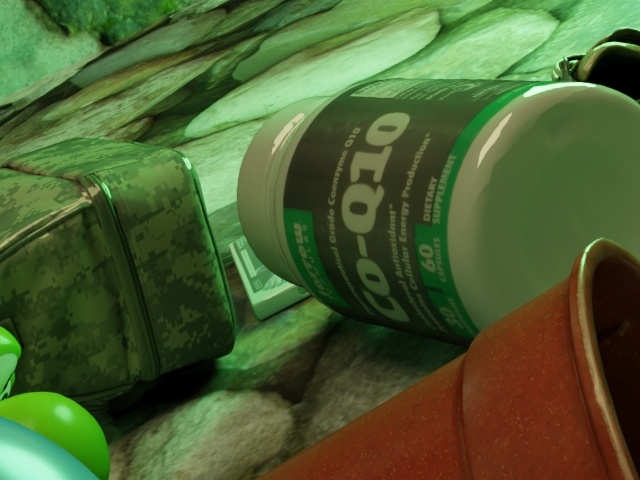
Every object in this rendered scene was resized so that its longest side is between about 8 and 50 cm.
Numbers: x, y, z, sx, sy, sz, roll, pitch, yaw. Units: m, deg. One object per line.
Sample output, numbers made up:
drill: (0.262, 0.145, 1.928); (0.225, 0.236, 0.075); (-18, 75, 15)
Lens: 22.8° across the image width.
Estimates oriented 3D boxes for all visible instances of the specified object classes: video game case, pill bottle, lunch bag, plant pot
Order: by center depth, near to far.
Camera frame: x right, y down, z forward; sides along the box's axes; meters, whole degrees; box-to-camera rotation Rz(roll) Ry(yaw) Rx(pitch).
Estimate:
plant pot: (0.071, 0.178, 0.725); (0.265, 0.272, 0.272); (-28, 18, 21)
pill bottle: (0.091, -0.025, 1.243); (0.204, 0.204, 0.361); (-36, 21, -23)
lunch bag: (-0.257, 0.038, 1.454); (0.256, 0.212, 0.305); (-19, 16, -26)
video game case: (0.000, 0.000, 1.556); (0.173, 0.022, 0.190); (-27, 20, -1)

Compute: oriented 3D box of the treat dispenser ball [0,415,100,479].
treat dispenser ball: (-0.212, 0.223, 0.789); (0.288, 0.288, 0.288); (-23, 20, 9)

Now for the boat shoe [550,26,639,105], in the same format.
boat shoe: (0.266, -0.120, 1.362); (0.132, 0.130, 0.355); (-36, 22, -25)

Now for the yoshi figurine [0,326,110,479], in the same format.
yoshi figurine: (-0.263, 0.213, 1.098); (0.204, 0.203, 0.362); (-19, 33, 38)
